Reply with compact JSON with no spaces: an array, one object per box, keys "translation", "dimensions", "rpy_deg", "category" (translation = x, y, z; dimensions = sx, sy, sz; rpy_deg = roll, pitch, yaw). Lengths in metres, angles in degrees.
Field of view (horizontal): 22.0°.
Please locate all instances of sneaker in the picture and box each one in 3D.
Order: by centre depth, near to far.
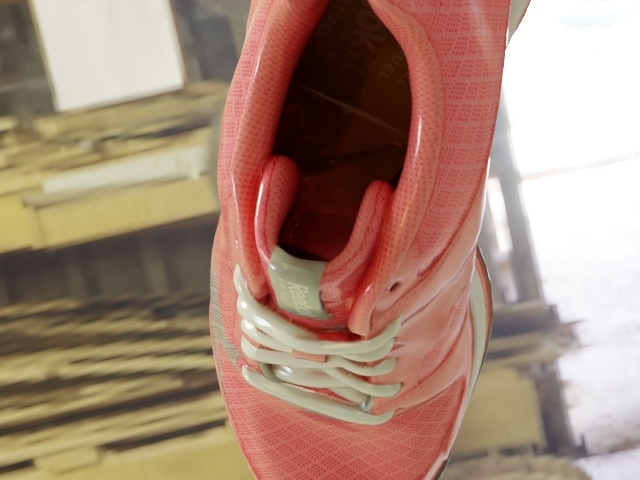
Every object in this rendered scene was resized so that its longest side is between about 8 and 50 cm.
[{"translation":[-0.001,0.000,0.572],"dimensions":[0.116,0.314,0.136],"rpy_deg":[13,35,11],"category":"sneaker"}]
